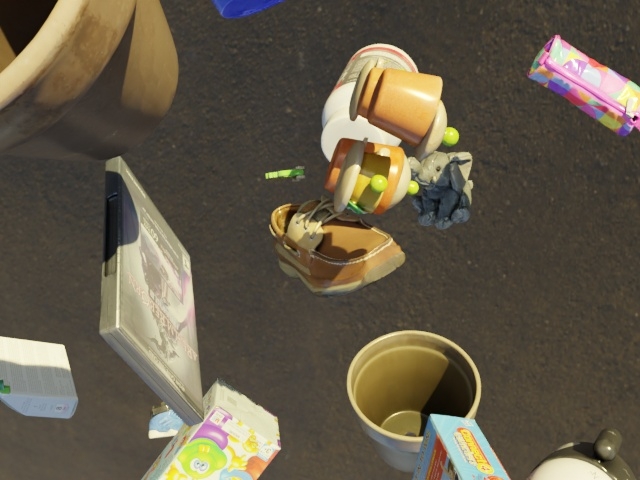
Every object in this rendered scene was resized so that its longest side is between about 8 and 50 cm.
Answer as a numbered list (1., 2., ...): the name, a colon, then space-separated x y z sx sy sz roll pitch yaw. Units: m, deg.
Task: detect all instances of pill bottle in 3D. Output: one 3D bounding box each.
1. pill bottle: 0.103 -0.279 1.466 0.177 0.318 0.176 9 129 11

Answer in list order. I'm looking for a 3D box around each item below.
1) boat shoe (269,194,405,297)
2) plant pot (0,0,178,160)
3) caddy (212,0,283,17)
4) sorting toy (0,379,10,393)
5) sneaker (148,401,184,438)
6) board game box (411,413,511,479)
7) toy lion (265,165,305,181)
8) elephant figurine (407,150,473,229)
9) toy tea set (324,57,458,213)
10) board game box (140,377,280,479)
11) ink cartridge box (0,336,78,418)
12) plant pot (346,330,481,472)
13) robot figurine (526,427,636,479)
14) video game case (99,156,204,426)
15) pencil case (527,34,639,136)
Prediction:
1. boat shoe: 0.000 0.000 1.024 0.324 0.123 0.119 7 125 63
2. plant pot: -0.216 -0.160 0.509 0.263 0.262 0.229 6 171 15
3. caddy: -0.120 -0.608 1.393 0.241 0.342 0.179 109 136 -81
4. sorting toy: -0.406 0.154 0.827 0.083 0.012 0.062 40 149 -1
5. sneaker: -0.328 0.402 1.568 0.152 0.084 0.058 -14 161 29
6. board game box: 0.216 0.489 1.084 0.086 0.302 0.308 9 107 -10
7. toy lion: -0.095 -0.172 1.806 0.096 0.034 0.100 -4 180 -13
8. elephant figurine: 0.294 -0.159 1.684 0.170 0.186 0.239 -13 129 7
9. toy tea set: 0.095 -0.114 0.835 0.124 0.336 0.199 17 102 -7
10. board game box: -0.211 0.415 1.239 0.142 0.144 0.275 37 93 -10
11. ink cartridge box: -0.599 0.255 1.322 0.233 0.189 0.066 11 111 -33
12. plant pot: 0.231 0.442 1.761 0.324 0.323 0.280 8 134 13
13. robot figurine: 0.441 0.437 1.157 0.174 0.209 0.278 -20 165 27
14. video game case: -0.196 0.055 0.810 0.026 0.274 0.196 -21 135 4
15. pencil case: 0.516 -0.293 1.313 0.236 0.104 0.104 32 137 3
